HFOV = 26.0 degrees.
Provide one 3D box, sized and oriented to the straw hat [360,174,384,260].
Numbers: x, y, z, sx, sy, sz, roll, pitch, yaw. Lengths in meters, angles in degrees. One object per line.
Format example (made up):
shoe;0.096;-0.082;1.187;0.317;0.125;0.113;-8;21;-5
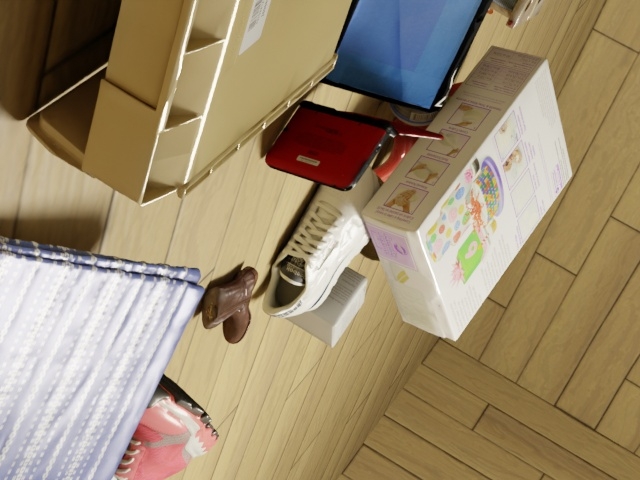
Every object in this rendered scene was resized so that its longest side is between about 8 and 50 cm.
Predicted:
straw hat;0.046;-0.029;1.941;0.061;0.144;0.144;-20;-164;36

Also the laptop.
laptop;0.062;-0.220;1.339;0.264;0.136;0.234;-39;156;-61

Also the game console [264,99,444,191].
game console;0.035;-0.096;1.472;0.085;0.144;0.124;44;74;-40

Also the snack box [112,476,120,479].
snack box;-0.252;0.291;1.280;0.187;0.060;0.322;-57;153;-14

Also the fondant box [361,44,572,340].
fondant box;0.208;-0.065;1.876;0.330;0.096;0.238;-53;143;-25

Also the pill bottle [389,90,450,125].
pill bottle;0.137;-0.219;1.821;0.078;0.078;0.137;-53;168;-29

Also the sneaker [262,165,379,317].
sneaker;0.000;0.000;1.789;0.095;0.090;0.235;-12;130;-61

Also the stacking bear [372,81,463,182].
stacking bear;0.209;-0.157;2.128;0.289;0.164;0.175;-51;167;-56

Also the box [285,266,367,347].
box;0.000;0.077;1.922;0.087;0.101;0.102;-55;168;-20

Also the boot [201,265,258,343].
boot;-0.114;0.089;1.622;0.114;0.037;0.106;-42;146;-66

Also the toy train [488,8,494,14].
toy train;0.228;-0.341;1.986;0.166;0.046;0.125;-47;163;-50

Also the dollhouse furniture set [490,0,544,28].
dollhouse furniture set;0.242;-0.383;1.723;0.184;0.129;0.129;-64;168;27

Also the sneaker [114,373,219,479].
sneaker;-0.187;0.203;1.403;0.136;0.116;0.314;-47;163;-12

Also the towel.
towel;-0.220;0.114;1.059;0.243;0.040;0.336;-64;157;5

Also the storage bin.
storage bin;-0.062;-0.193;0.903;0.260;0.123;0.262;-46;163;-48
